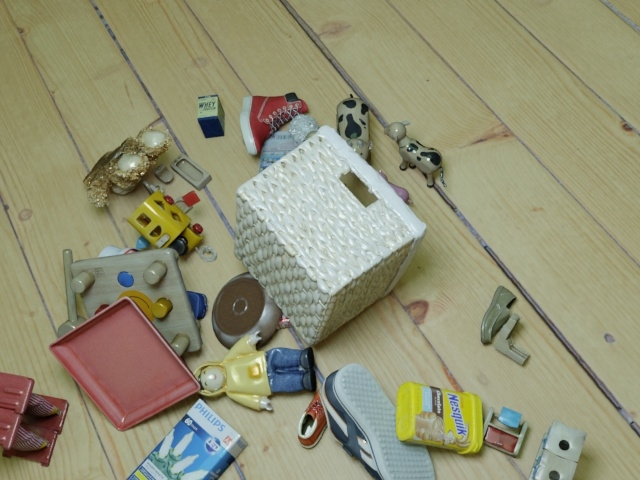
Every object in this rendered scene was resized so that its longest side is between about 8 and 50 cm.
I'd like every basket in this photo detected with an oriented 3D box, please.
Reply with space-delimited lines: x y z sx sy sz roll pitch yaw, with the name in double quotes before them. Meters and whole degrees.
"basket" 0.000 0.000 1.552 0.266 0.331 0.328 -35 73 -22

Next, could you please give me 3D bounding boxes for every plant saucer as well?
"plant saucer" -0.182 0.159 1.669 0.199 0.036 0.198 -12 62 24
"plant saucer" -0.424 0.267 1.564 0.259 0.259 0.047 -31 14 22

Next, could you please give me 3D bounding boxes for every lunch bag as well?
"lunch bag" -0.318 0.155 1.709 0.099 0.065 0.067 7 89 10

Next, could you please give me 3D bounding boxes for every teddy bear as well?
"teddy bear" -0.486 -0.184 1.818 0.338 0.113 0.245 -26 31 41

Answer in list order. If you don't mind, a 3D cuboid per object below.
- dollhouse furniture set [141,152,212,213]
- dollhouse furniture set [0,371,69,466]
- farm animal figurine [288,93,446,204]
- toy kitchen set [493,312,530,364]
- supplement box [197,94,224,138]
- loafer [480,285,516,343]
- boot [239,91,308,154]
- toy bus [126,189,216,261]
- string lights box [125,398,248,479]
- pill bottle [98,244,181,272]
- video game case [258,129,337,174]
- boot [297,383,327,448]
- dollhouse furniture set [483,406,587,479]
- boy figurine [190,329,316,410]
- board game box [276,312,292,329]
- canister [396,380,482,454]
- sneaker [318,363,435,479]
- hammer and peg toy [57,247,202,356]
"dollhouse furniture set" -0.381 -0.166 1.857 0.144 0.123 0.151 38 74 24
"dollhouse furniture set" -0.783 0.378 1.587 0.375 0.201 0.152 7 64 12
"farm animal figurine" 0.113 -0.233 1.772 0.331 0.172 0.326 -18 63 -7
"toy kitchen set" 0.440 0.211 1.566 0.075 0.083 0.068 34 30 23
"supplement box" -0.301 -0.342 1.961 0.056 0.083 0.083 -6 60 4
"loafer" 0.399 0.168 1.597 0.050 0.056 0.148 17 66 24
"boot" -0.120 -0.320 1.895 0.176 0.088 0.244 -5 41 3
"toy bus" -0.371 -0.021 1.730 0.202 0.190 0.104 2 22 10
"string lights box" -0.295 0.487 1.524 0.133 0.076 0.259 35 72 25
"pill bottle" -0.449 0.081 1.745 0.194 0.108 0.108 21 67 18
"video game case" -0.057 -0.208 1.888 0.213 0.023 0.193 0 62 8
"boot" -0.003 0.368 1.539 0.059 0.084 0.157 18 65 19
"dollhouse furniture set" 0.409 0.419 1.421 0.184 0.129 0.128 20 67 17
"boy figurine" -0.154 0.290 1.587 0.285 0.092 0.177 -5 84 9
"board game box" -0.072 0.111 1.707 0.147 0.045 0.193 -11 61 3
"canister" 0.243 0.364 1.461 0.170 0.073 0.126 16 61 -22
"sneaker" 0.114 0.409 1.486 0.126 0.127 0.321 -28 84 -37
"hammer and peg toy" -0.469 0.150 1.621 0.362 0.265 0.127 -7 21 15
